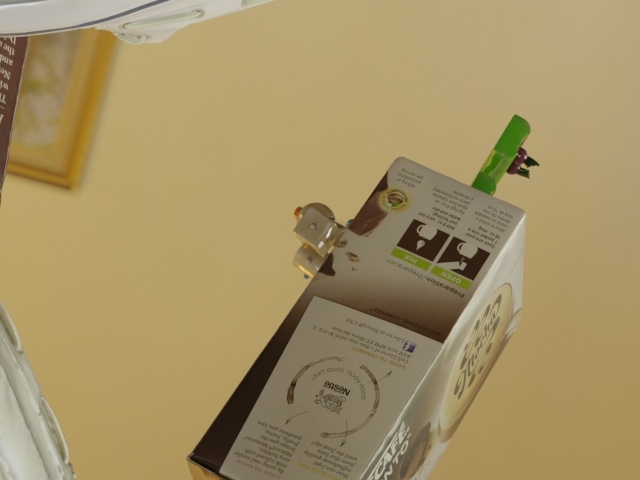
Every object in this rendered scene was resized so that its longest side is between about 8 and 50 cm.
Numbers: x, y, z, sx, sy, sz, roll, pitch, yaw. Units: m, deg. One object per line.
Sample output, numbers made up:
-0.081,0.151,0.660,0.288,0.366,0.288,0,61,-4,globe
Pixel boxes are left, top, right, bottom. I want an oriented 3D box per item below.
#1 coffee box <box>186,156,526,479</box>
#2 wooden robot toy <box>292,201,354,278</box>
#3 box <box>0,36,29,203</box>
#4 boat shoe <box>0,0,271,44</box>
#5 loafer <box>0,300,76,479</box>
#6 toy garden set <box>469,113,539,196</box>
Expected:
0.036,0.109,1.262,0.119,0.297,0.168,24,151,19,coffee box
0.000,0.000,1.503,0.079,0.076,0.173,35,-172,22,wooden robot toy
-0.305,-0.117,1.072,0.167,0.203,0.168,-8,156,36,box
-0.093,-0.137,0.889,0.226,0.076,0.083,-12,-127,-4,boat shoe
-0.163,0.122,0.821,0.112,0.319,0.111,3,-134,11,loafer
0.120,0.027,1.547,0.049,0.244,0.204,31,160,3,toy garden set
